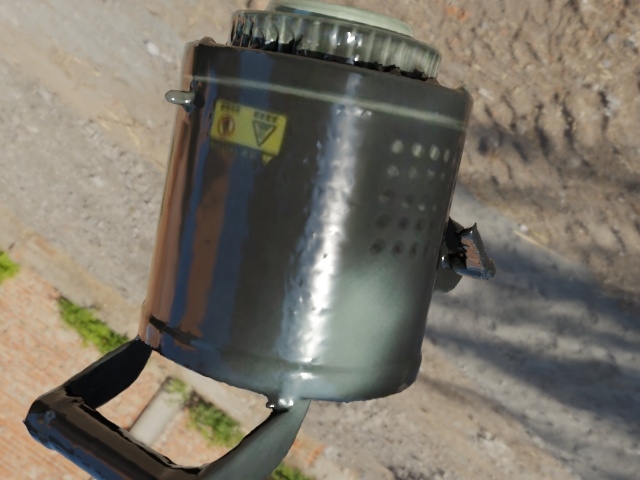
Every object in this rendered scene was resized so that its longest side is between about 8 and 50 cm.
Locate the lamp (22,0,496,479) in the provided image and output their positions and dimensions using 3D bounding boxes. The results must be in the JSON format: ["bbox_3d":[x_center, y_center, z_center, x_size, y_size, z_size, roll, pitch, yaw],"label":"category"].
[{"bbox_3d":[-0.018,-0.027,0.567,0.205,0.374,0.272,16,119,39],"label":"lamp"}]
